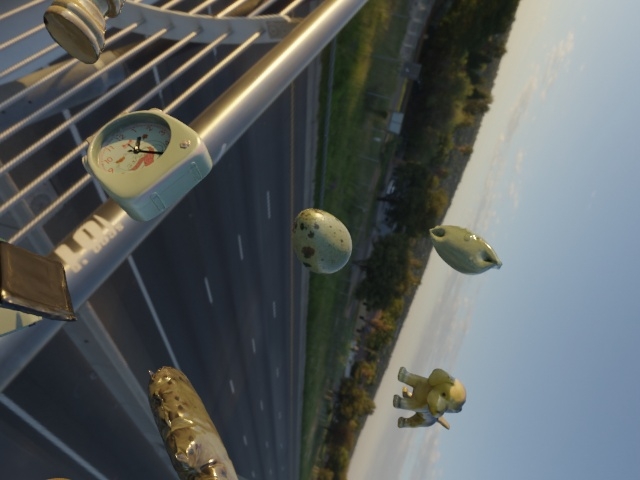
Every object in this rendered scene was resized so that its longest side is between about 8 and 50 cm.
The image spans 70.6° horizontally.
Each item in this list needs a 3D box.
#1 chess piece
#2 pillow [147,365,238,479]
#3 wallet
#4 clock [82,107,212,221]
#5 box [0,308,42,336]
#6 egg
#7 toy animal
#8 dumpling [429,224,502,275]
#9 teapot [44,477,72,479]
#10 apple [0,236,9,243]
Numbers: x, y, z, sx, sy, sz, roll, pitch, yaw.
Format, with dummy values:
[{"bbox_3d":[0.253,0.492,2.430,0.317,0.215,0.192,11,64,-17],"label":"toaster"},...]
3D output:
[{"bbox_3d":[-0.529,-0.596,1.093,0.138,0.124,0.308,39,62,-43],"label":"chess piece"},{"bbox_3d":[-0.153,0.214,0.511,0.051,0.241,0.093,-36,132,-11],"label":"pillow"},{"bbox_3d":[-0.678,0.060,0.928,0.322,0.247,0.041,27,101,-44],"label":"wallet"},{"bbox_3d":[-0.471,-0.223,1.189,0.265,0.324,0.109,-44,154,-17],"label":"clock"},{"bbox_3d":[-0.937,0.219,1.209,0.225,0.224,0.118,-30,106,-75],"label":"box"},{"bbox_3d":[0.000,0.000,1.392,0.228,0.176,0.177,58,45,-34],"label":"egg"},{"bbox_3d":[0.271,0.413,1.158,0.233,0.168,0.121,89,18,-49],"label":"toy animal"},{"bbox_3d":[0.379,0.024,1.143,0.149,0.216,0.105,-8,116,-34],"label":"dumpling"},{"bbox_3d":[-0.618,0.665,1.007,0.186,0.267,0.176,-118,-149,-54],"label":"teapot"},{"bbox_3d":[-0.813,0.061,1.056,0.163,0.146,0.147,56,13,-58],"label":"apple"}]
